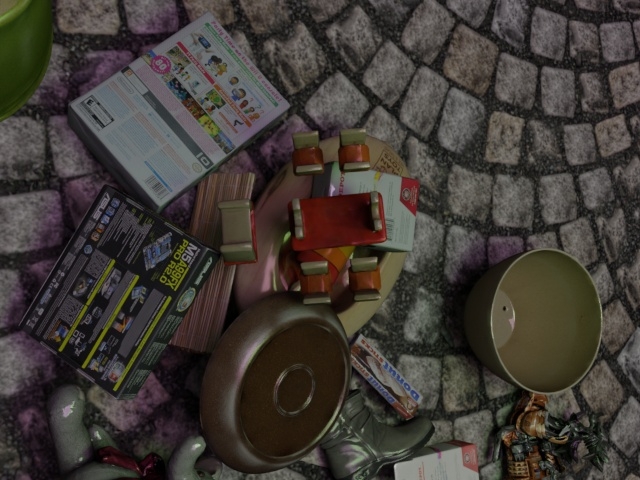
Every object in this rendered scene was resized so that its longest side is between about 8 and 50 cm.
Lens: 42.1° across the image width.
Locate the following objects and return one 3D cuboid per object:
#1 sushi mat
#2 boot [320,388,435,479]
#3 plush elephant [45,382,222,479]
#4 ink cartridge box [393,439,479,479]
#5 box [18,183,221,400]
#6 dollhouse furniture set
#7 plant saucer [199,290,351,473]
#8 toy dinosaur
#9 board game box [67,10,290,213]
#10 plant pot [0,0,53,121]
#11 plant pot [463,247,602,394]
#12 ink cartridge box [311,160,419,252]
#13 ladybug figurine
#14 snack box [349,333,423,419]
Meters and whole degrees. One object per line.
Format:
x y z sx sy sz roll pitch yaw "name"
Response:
-0.193 0.035 1.422 0.019 0.151 0.317 21 76 -46 "sushi mat"
0.100 0.353 1.593 0.246 0.083 0.161 -24 90 -29 "boot"
-0.268 0.401 1.303 0.255 0.272 0.330 -11 121 -14 "plush elephant"
0.216 0.472 1.648 0.198 0.067 0.115 -3 88 -29 "ink cartridge box"
-0.316 0.079 1.303 0.216 0.060 0.270 30 89 18 "box"
-0.027 -0.025 1.307 0.259 0.135 0.262 -5 81 0 "dollhouse furniture set"
-0.054 0.237 1.347 0.310 0.050 0.311 -11 107 -41 "plant saucer"
0.476 0.407 1.748 0.218 0.164 0.322 14 102 -10 "toy dinosaur"
-0.238 -0.215 1.417 0.303 0.097 0.224 -41 91 -23 "board game box"
-0.535 -0.354 1.157 0.366 0.353 0.366 2 86 -27 "plant pot"
0.401 0.160 1.693 0.284 0.191 0.284 1 87 -27 "plant pot"
0.073 -0.055 1.421 0.175 0.072 0.127 11 83 -27 "ink cartridge box"
0.000 0.000 1.514 0.305 0.162 0.449 43 70 -19 "ladybug figurine"
0.122 0.263 1.605 0.178 0.022 0.064 46 38 -5 "snack box"
